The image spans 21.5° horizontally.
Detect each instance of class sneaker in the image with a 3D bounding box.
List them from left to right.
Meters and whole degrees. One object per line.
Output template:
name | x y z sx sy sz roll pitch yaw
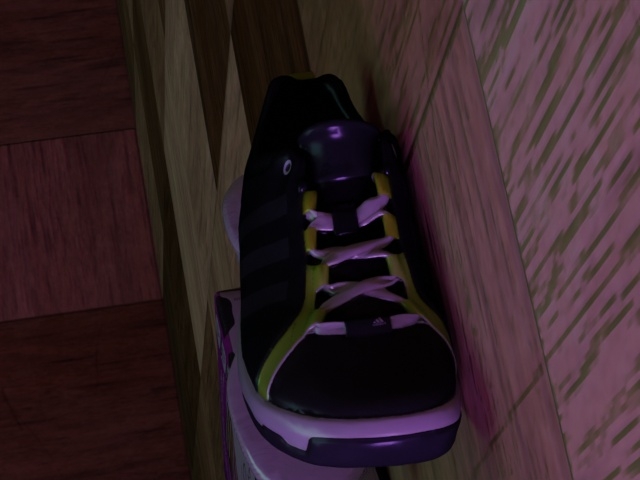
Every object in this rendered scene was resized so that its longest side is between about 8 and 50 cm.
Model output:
sneaker | -0.003 0.060 0.864 0.094 0.080 0.212 74 -173 -45
sneaker | 0.000 0.000 0.698 0.235 0.084 0.097 -111 17 -58

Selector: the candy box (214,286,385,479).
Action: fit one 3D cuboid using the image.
candy box | -0.007 0.157 0.941 0.233 0.071 0.159 -108 14 -48
